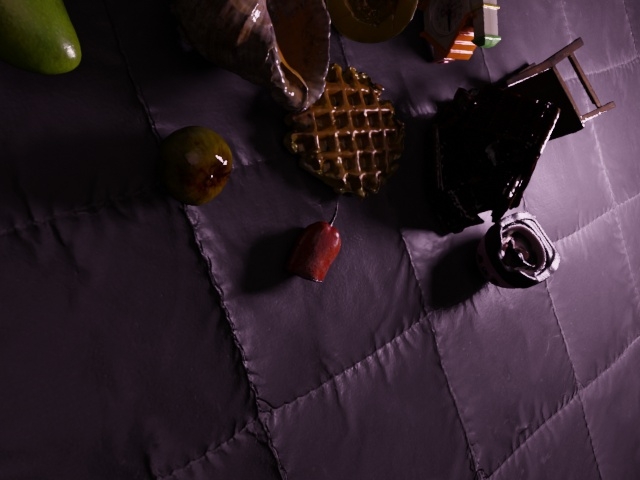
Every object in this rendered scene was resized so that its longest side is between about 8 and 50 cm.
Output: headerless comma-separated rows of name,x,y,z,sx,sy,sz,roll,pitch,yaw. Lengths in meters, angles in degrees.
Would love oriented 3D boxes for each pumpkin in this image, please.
pumpkin,0.125,-0.590,1.131,0.217,0.217,0.110,51,24,-17

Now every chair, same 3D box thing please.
chair,0.631,-0.387,1.381,0.416,0.203,0.240,-33,100,-29

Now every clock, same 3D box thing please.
clock,0.345,-0.601,1.221,0.106,0.220,0.255,-10,98,-31

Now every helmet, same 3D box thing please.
helmet,0.526,0.040,1.306,0.253,0.154,0.198,-20,76,-50

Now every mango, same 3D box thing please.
mango,-0.499,-0.405,0.712,0.192,0.156,0.343,-42,111,-19

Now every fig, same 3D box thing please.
fig,-0.228,-0.139,0.870,0.136,0.121,0.153,76,26,-48

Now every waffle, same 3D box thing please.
waffle,0.064,-0.259,1.095,0.325,0.068,0.302,38,68,-25

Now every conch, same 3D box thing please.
conch,-0.128,-0.422,0.925,0.297,0.210,0.352,-42,127,-28

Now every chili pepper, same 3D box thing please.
chili pepper,0.000,0.000,1.023,0.086,0.084,0.192,38,71,-41

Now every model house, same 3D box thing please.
model house,0.421,-0.215,1.184,0.297,0.283,0.317,47,64,-20
